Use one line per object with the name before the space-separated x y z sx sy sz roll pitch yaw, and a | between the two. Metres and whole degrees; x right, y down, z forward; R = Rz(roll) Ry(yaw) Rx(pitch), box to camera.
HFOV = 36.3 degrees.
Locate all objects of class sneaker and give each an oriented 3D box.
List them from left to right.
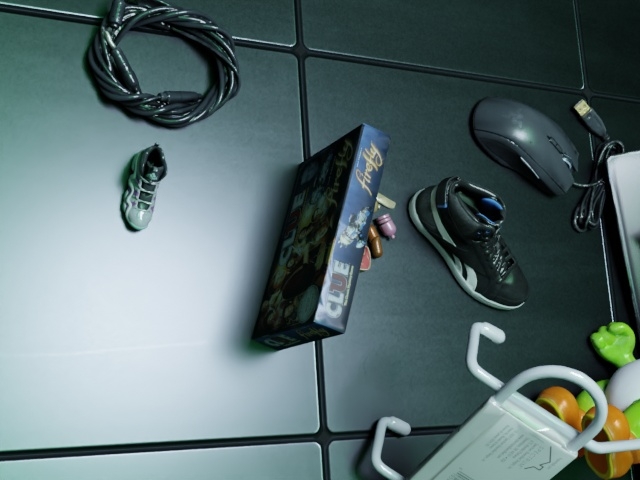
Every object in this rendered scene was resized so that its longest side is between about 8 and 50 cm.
sneaker | -0.197 -0.065 1.112 0.038 0.069 0.098 8 74 -26
sneaker | 0.221 0.008 1.288 0.217 0.121 0.079 43 63 -13

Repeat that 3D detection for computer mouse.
computer mouse | 0.352 -0.153 1.433 0.262 0.060 0.184 38 64 -16

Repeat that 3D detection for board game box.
board game box | 0.000 0.000 1.147 0.042 0.165 0.243 23 68 -22

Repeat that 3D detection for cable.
cable | -0.180 -0.211 1.170 0.184 0.047 0.151 25 68 -22

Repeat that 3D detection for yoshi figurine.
yoshi figurine | 0.476 0.163 1.323 0.362 0.203 0.204 -23 62 -20

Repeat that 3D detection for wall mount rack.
wall mount rack | 0.242 0.256 1.154 0.304 0.350 0.130 33 35 -7

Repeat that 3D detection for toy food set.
toy food set | 0.062 -0.011 1.266 0.078 0.019 0.122 29 66 -19

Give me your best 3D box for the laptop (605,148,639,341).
laptop | 0.657 0.023 1.555 0.408 0.236 0.382 -10 90 -58
